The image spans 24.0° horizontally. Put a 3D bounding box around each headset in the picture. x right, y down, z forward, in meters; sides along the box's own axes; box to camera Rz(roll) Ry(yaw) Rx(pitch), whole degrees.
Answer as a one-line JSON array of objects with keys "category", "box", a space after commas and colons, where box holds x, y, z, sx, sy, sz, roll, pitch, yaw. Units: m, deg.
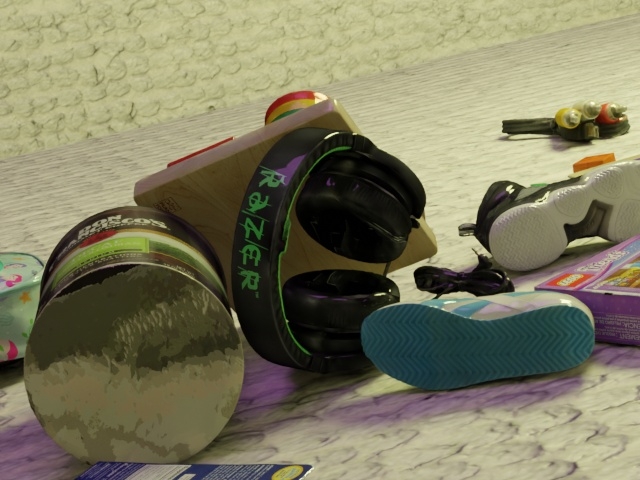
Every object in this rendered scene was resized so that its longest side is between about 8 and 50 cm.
[{"category": "headset", "box": [0.056, 0.024, 1.564, 0.185, 0.243, 0.394, 9, -4, 29]}]

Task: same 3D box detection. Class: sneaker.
[{"category": "sneaker", "box": [0.303, -0.044, 1.881, 0.268, 0.101, 0.153, -18, 17, -19]}, {"category": "sneaker", "box": [0.154, 0.095, 1.479, 0.228, 0.087, 0.092, -1, 8, 11]}]

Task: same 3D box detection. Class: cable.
[{"category": "cable", "box": [0.424, -0.214, 2.588, 0.139, 0.072, 0.287, -10, 11, -21]}]

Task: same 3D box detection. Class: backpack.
[{"category": "backpack", "box": [-0.444, 0.082, 1.809, 0.253, 0.191, 0.225, -10, 11, -18]}]

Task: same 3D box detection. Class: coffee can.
[{"category": "coffee can", "box": [-0.184, 0.089, 1.494, 0.201, 0.202, 0.275, -12, 13, -5]}]

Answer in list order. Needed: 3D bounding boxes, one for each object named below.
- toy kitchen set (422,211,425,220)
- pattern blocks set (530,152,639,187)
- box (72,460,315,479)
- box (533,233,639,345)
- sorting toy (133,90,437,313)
[{"category": "toy kitchen set", "box": [0.098, -0.017, 1.998, 0.083, 0.075, 0.068, -6, 12, 1]}, {"category": "pattern blocks set", "box": [0.465, -0.097, 2.146, 0.324, 0.026, 0.285, -14, 13, -12]}, {"category": "box", "box": [-0.126, 0.223, 1.234, 0.225, 0.036, 0.136, -5, 14, 29]}, {"category": "box", "box": [0.391, 0.036, 1.567, 0.293, 0.057, 0.201, -22, 18, -40]}, {"category": "sorting toy", "box": [-0.036, -0.047, 1.712, 0.255, 0.257, 0.089, -22, 43, 19]}]
